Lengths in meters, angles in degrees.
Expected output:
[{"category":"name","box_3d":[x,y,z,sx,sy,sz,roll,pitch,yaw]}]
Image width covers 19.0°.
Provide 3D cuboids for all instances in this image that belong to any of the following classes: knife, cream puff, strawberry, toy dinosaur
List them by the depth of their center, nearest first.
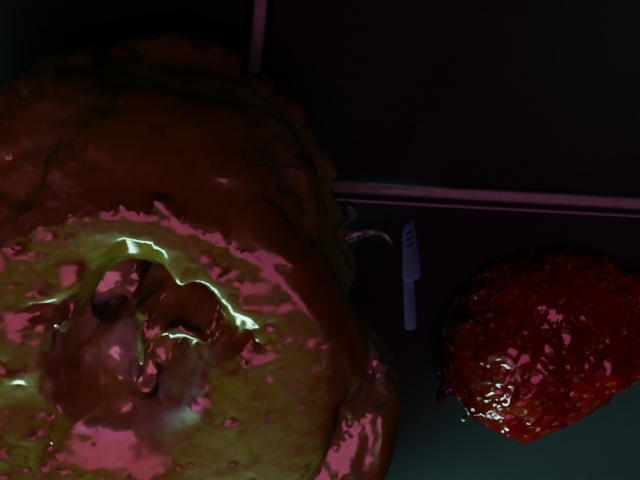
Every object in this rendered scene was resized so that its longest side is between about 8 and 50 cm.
[{"category":"cream puff","box_3d":[-0.106,0.038,1.194,0.343,0.231,0.327,29,110,-13]},{"category":"toy dinosaur","box_3d":[0.000,0.000,1.303,0.083,0.021,0.062,33,121,-18]},{"category":"knife","box_3d":[0.063,0.024,1.331,0.014,0.005,0.091,-4,121,-1]},{"category":"strawberry","box_3d":[0.170,0.081,1.341,0.187,0.082,0.146,-15,128,-1]}]
